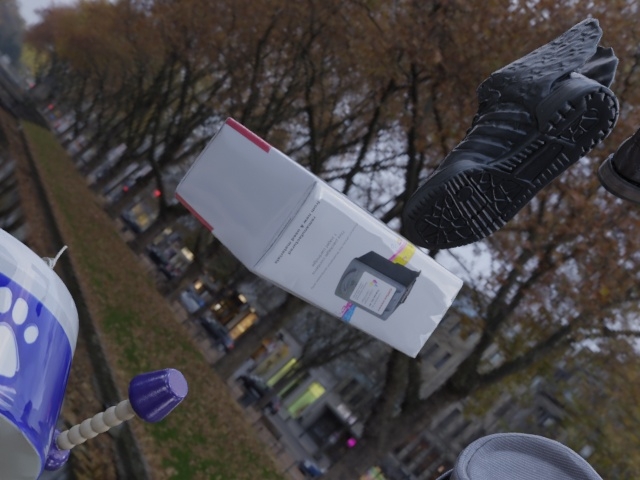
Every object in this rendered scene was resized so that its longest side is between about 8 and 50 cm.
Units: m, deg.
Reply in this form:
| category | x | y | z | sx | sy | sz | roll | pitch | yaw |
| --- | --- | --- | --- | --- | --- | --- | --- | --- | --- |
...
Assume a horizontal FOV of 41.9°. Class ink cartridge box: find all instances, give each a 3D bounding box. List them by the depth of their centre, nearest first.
| category | x | y | z | sx | sy | sz | roll | pitch | yaw |
| --- | --- | --- | --- | --- | --- | --- | --- | --- | --- |
| ink cartridge box | 0.000 | 0.000 | 1.051 | 0.306 | 0.131 | 0.226 | 31 | 4 | -42 |

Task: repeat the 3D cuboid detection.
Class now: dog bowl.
| category | x | y | z | sx | sy | sz | roll | pitch | yaw |
| --- | --- | --- | --- | --- | --- | --- | --- | --- | --- |
| dog bowl | -0.294 | 0.076 | 0.522 | 0.265 | 0.265 | 0.104 | 58 | 26 | -49 |

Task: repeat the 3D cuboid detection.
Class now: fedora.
| category | x | y | z | sx | sy | sz | roll | pitch | yaw |
| --- | --- | --- | --- | --- | --- | --- | --- | --- | --- |
| fedora | 0.251 | 0.316 | 0.957 | 0.275 | 0.244 | 0.124 | 25 | -54 | 34 |

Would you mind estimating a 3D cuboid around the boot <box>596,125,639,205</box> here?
| category | x | y | z | sx | sy | sz | roll | pitch | yaw |
| --- | --- | --- | --- | --- | --- | --- | --- | --- | --- |
| boot | 0.498 | -0.133 | 1.041 | 0.229 | 0.263 | 0.091 | 114 | -23 | -45 |

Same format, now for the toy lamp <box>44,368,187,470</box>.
| category | x | y | z | sx | sy | sz | roll | pitch | yaw |
| --- | --- | --- | --- | --- | --- | --- | --- | --- | --- |
| toy lamp | -0.322 | 0.269 | 1.277 | 0.080 | 0.275 | 0.080 | 50 | 24 | -32 |

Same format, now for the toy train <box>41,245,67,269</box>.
| category | x | y | z | sx | sy | sz | roll | pitch | yaw |
| --- | --- | --- | --- | --- | --- | --- | --- | --- | --- |
| toy train | -0.484 | 0.070 | 1.175 | 0.143 | 0.248 | 0.105 | 33 | -33 | -12 |

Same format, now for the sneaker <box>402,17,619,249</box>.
| category | x | y | z | sx | sy | sz | roll | pitch | yaw |
| --- | --- | --- | --- | --- | --- | --- | --- | --- | --- |
| sneaker | 0.116 | -0.067 | 0.515 | 0.051 | 0.170 | 0.089 | 48 | 12 | -29 |
